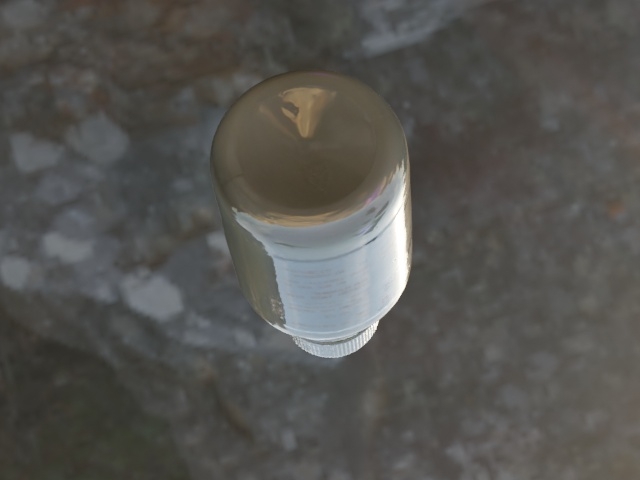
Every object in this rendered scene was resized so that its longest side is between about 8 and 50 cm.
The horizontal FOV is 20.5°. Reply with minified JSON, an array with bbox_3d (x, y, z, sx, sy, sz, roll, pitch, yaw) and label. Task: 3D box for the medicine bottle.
[{"bbox_3d":[0.000,0.000,1.086,0.114,0.114,0.252,-16,156,-4],"label":"medicine bottle"}]
